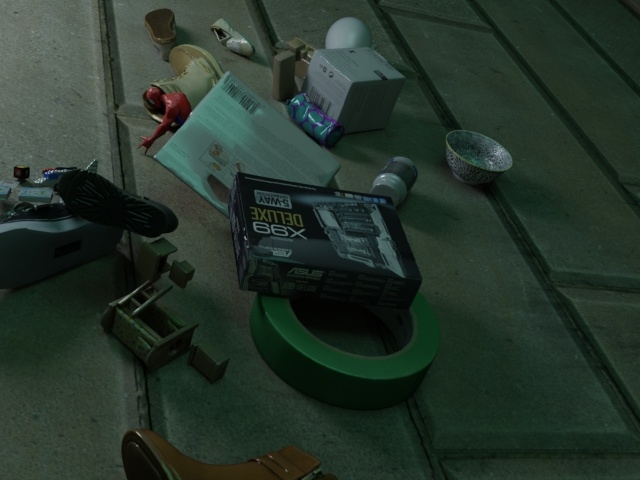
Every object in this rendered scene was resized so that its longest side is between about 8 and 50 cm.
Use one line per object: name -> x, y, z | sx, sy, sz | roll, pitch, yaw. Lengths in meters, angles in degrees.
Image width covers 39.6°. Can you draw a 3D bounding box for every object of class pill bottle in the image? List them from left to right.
pill bottle -> 0.158, -0.122, 1.927 | 0.078, 0.078, 0.137 | 26, 35, 8

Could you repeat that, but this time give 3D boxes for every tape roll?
tape roll -> 0.042, 0.142, 1.515 | 0.321, 0.077, 0.321 | 14, 36, -11

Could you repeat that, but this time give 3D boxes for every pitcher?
pitcher -> 0.098, -0.504, 2.367 | 0.177, 0.125, 0.207 | 9, 42, 0

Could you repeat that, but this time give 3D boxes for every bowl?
bowl -> 0.364, -0.185, 2.117 | 0.170, 0.080, 0.170 | 14, 36, -11

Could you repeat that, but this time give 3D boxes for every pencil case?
pencil case -> -0.012, -0.281, 2.061 | 0.064, 0.070, 0.151 | -17, 51, -42

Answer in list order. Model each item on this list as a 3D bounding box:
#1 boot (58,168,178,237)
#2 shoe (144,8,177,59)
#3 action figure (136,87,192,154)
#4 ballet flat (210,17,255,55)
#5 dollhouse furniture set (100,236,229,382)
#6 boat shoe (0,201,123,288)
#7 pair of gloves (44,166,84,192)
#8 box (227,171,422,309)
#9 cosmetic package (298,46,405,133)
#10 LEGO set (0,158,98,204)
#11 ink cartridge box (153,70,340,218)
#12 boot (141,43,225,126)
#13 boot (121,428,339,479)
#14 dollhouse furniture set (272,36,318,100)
boot -> -0.317, -0.058, 1.428 | 0.189, 0.076, 0.208 | 29, 5, -10
shoe -> -0.393, -0.514, 2.197 | 0.076, 0.058, 0.219 | -9, 37, -7
action figure -> -0.256, -0.198, 1.821 | 0.280, 0.139, 0.091 | 38, 29, -14
ballet flat -> -0.229, -0.515, 2.292 | 0.052, 0.057, 0.168 | -31, 51, -16
dollhouse furniture set -> -0.225, 0.116, 1.335 | 0.182, 0.161, 0.101 | 36, 37, 22
boat shoe -> -0.463, -0.011, 1.429 | 0.105, 0.113, 0.306 | 32, 33, 26
pair of gloves -> -0.467, -0.112, 1.648 | 0.074, 0.010, 0.083 | -7, 41, -32
box -> 0.000, 0.000, 1.550 | 0.307, 0.077, 0.242 | 9, 36, -17
cosmetic package -> 0.073, -0.362, 2.142 | 0.183, 0.151, 0.151 | -15, 49, -40
LEGO set -> -0.476, -0.107, 1.513 | 0.182, 0.060, 0.244 | 4, 11, -14
ink cartridge box -> -0.144, -0.145, 1.736 | 0.296, 0.066, 0.261 | 39, 61, -7
boot -> -0.314, -0.345, 1.974 | 0.203, 0.095, 0.262 | -17, 54, -40
boot -> -0.104, 0.317, 1.170 | 0.283, 0.109, 0.220 | 38, 39, 20
dollhouse furniture set -> -0.087, -0.433, 2.187 | 0.123, 0.144, 0.151 | 36, 52, 29
